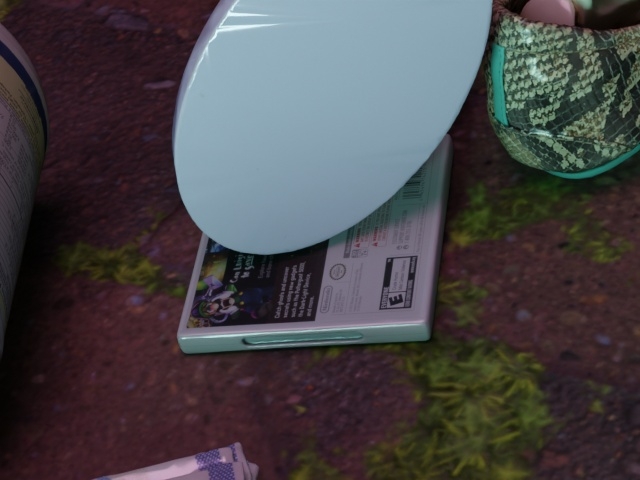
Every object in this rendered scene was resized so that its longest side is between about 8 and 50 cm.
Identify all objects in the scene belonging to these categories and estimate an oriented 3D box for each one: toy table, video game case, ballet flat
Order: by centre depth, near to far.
[{"bbox_3d":[-0.004,-0.143,1.258,0.274,0.252,0.161,-44,27,19],"label":"toy table"},{"bbox_3d":[0.000,0.000,1.282,0.173,0.022,0.190,-4,44,14],"label":"video game case"},{"bbox_3d":[0.312,-0.226,1.302,0.483,0.182,0.164,-33,43,-17],"label":"ballet flat"}]

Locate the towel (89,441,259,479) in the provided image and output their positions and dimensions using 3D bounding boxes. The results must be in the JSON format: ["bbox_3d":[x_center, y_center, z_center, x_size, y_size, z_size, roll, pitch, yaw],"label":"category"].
[{"bbox_3d":[-0.163,0.235,1.074,0.285,0.034,0.209,-16,44,4],"label":"towel"}]

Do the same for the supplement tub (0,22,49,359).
[{"bbox_3d":[-0.316,0.000,1.225,0.235,0.235,0.325,-8,42,10],"label":"supplement tub"}]
